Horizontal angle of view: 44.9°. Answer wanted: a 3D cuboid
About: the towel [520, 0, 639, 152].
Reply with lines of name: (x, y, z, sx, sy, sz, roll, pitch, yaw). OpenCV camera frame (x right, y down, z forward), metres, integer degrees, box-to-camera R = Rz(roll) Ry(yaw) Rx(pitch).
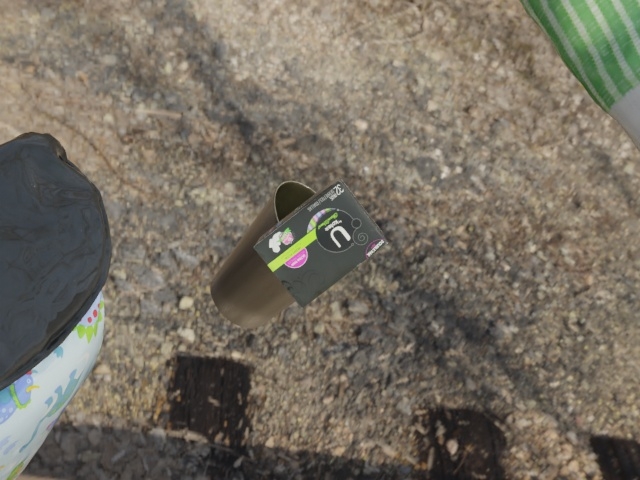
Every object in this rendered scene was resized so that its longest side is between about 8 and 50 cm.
towel: (0.135, -0.209, 0.272, 0.038, 0.248, 0.325, -11, 67, -50)

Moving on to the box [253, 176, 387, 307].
box: (0.000, 0.000, 0.600, 0.062, 0.083, 0.052, 51, 5, -6)

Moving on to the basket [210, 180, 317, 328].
basket: (-0.083, 0.040, 1.365, 0.154, 0.227, 0.204, 21, 40, -34)

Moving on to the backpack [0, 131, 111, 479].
backpack: (-0.330, 0.118, 0.619, 0.273, 0.355, 0.290, 55, 32, -10)
